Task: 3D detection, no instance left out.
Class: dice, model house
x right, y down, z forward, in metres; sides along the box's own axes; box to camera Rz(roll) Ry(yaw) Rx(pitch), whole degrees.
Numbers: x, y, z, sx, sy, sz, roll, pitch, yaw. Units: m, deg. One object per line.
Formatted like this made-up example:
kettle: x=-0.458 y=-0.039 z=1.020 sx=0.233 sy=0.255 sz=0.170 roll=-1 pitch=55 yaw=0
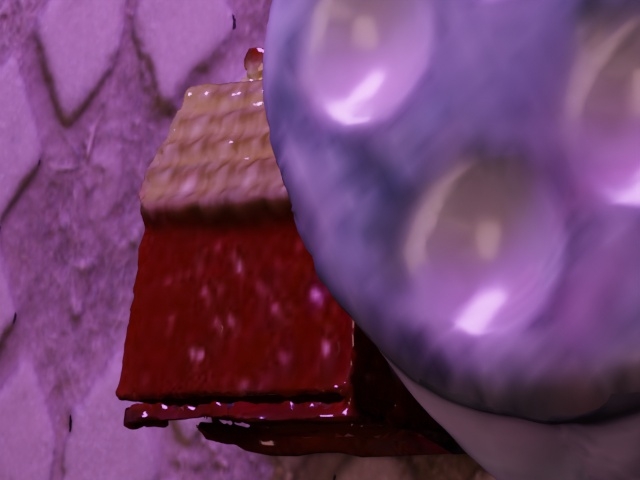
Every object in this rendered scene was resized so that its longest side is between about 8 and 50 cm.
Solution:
dice: x=0.194 y=-0.069 z=0.882 sx=0.328 sy=0.348 sz=0.330 roll=-41 pitch=61 yaw=24
model house: x=0.000 y=0.000 z=1.142 sx=0.196 sy=0.160 sz=0.254 roll=-5 pitch=79 yaw=38
